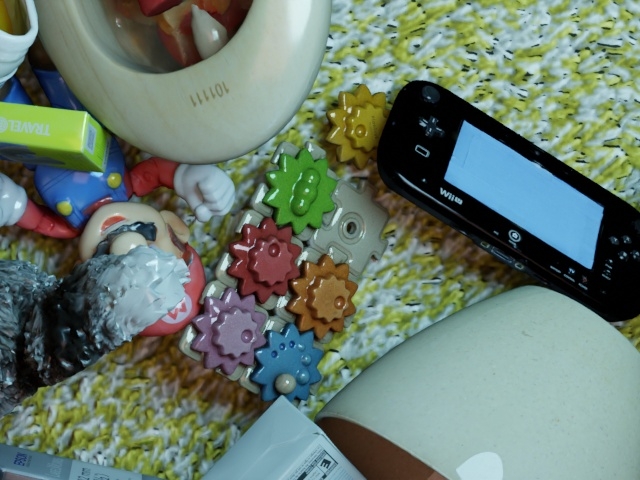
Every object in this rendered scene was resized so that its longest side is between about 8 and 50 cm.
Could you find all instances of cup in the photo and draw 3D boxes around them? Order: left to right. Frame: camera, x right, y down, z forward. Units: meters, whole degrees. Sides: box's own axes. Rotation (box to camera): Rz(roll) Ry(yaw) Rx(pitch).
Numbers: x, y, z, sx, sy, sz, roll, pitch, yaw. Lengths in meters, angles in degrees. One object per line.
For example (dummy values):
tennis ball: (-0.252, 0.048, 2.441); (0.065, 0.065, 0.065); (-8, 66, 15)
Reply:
cup: (0.194, 0.185, 1.615); (0.331, 0.331, 0.237); (41, 75, -9)

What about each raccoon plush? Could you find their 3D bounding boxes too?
raccoon plush: (-0.352, 0.013, 1.543); (0.446, 0.216, 0.299); (-32, 100, 23)

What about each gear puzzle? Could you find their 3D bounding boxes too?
gear puzzle: (0.000, 0.000, 1.647); (0.175, 0.044, 0.339); (34, 76, -32)

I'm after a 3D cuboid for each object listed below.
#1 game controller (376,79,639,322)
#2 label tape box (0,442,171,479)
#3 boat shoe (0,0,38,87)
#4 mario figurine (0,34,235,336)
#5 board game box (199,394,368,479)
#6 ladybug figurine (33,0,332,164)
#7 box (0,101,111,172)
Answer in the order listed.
game controller: (0.201, -0.039, 1.653); (0.319, 0.166, 0.067); (31, 124, -8)
label tape box: (-0.290, 0.350, 1.670); (0.348, 0.115, 0.249); (13, 95, -8)
boat shoe: (-0.339, -0.323, 1.479); (0.136, 0.156, 0.367); (-8, 74, -42)
mario figurine: (-0.217, -0.050, 1.595); (0.198, 0.170, 0.320); (-32, 91, 34)
board game box: (-0.013, 0.335, 1.627); (0.224, 0.097, 0.303); (-45, 125, -7)
ladybug figurine: (-0.133, -0.286, 1.535); (0.305, 0.162, 0.449); (-20, 84, 21)
box: (-0.292, -0.101, 1.512); (0.178, 0.109, 0.042); (7, 83, 5)
